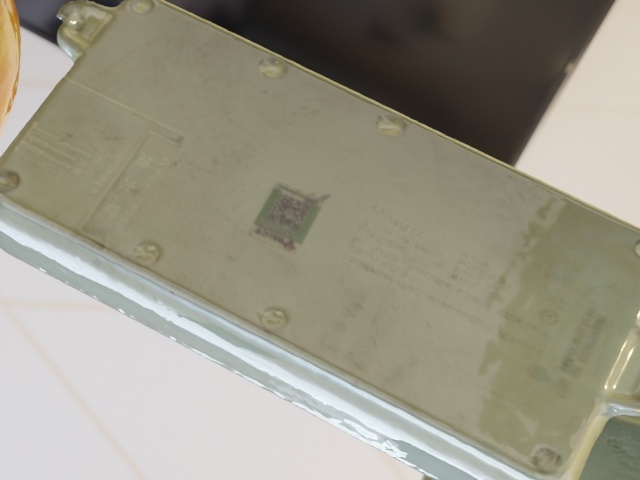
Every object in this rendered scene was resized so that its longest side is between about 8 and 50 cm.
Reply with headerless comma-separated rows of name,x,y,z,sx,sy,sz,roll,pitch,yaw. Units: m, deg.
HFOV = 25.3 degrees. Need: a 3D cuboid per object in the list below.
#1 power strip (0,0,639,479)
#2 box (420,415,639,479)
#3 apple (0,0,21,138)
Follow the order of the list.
power strip,0.000,0.000,0.539,0.118,0.270,0.046,-58,168,-26
box,0.182,0.167,0.696,0.220,0.290,0.166,14,-91,43
apple,-0.361,-0.147,0.976,0.277,0.309,0.250,-102,-163,-73
